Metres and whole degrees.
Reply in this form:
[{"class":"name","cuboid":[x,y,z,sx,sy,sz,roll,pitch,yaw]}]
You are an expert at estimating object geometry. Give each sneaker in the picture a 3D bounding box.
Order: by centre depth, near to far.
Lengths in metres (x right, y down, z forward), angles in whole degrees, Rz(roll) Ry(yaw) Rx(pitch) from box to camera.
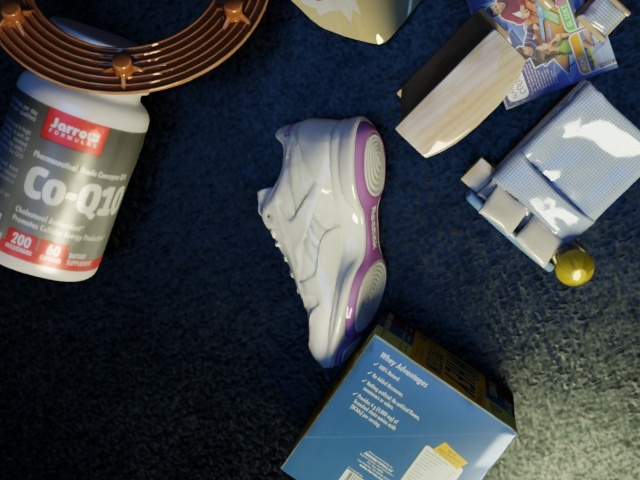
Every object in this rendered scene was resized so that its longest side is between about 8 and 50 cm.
[{"class":"sneaker","cuboid":[0.000,0.000,1.239,0.152,0.114,0.305,6,100,25]}]

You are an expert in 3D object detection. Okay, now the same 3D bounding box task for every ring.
[{"class":"ring","cuboid":[-0.221,-0.315,1.153,0.337,0.032,0.336,1,68,-3]}]

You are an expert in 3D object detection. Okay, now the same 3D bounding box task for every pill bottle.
[{"class":"pill bottle","cuboid":[-0.301,-0.109,1.222,0.161,0.161,0.283,23,102,4]}]

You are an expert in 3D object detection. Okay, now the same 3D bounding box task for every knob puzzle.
[{"class":"knob puzzle","cuboid":[0.044,-0.325,1.202,0.213,0.030,0.213,0,99,0]}]

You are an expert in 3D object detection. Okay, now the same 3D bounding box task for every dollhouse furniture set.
[{"class":"dollhouse furniture set","cuboid":[0.268,-0.120,1.089,0.303,0.198,0.286,42,107,-10]}]

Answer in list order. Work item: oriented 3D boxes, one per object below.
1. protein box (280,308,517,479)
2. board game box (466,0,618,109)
[{"class":"protein box","cuboid":[0.097,0.230,1.231,0.200,0.136,0.201,34,102,2]},{"class":"board game box","cuboid":[0.240,-0.267,1.165,0.136,0.035,0.201,-20,106,11]}]
